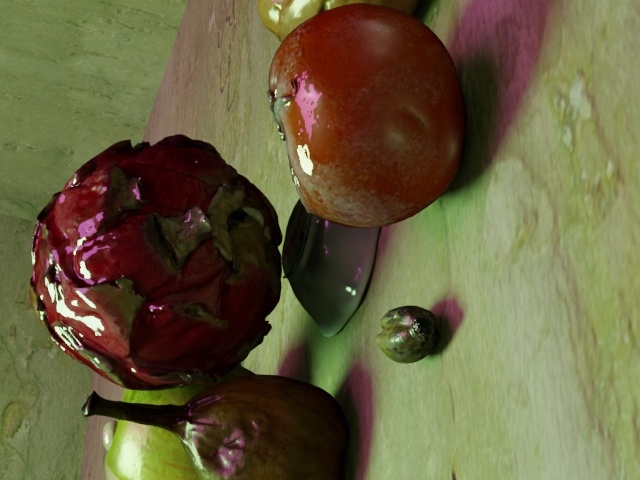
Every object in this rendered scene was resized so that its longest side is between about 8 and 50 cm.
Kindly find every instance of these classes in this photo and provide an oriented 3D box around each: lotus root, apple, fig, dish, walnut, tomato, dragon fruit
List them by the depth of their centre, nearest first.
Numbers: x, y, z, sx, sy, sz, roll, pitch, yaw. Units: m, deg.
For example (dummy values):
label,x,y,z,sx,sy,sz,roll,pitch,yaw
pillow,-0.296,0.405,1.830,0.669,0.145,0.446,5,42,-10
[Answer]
label,x,y,z,sx,sy,sz,roll,pitch,yaw
lotus root,0.086,0.090,1.135,0.099,0.049,0.054,148,141,-69
tomato,0.051,-0.119,1.166,0.232,0.188,0.232,-17,-90,-90
fig,-0.096,0.211,1.300,0.190,0.290,0.190,-40,27,25
walnut,0.023,-0.313,1.394,0.221,0.195,0.195,133,146,-61
dragon fruit,-0.196,0.034,1.428,0.329,0.329,0.329,-168,90,-74
dish,0.000,0.000,1.448,0.229,0.081,0.229,-168,90,-75
apple,-0.165,0.273,1.541,0.246,0.226,0.246,-51,29,44

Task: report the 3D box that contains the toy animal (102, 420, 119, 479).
label,x,y,z,sx,sy,sz,roll,pitch,yaw
toy animal,-0.228,0.332,1.767,0.229,0.210,0.221,-46,0,-42
